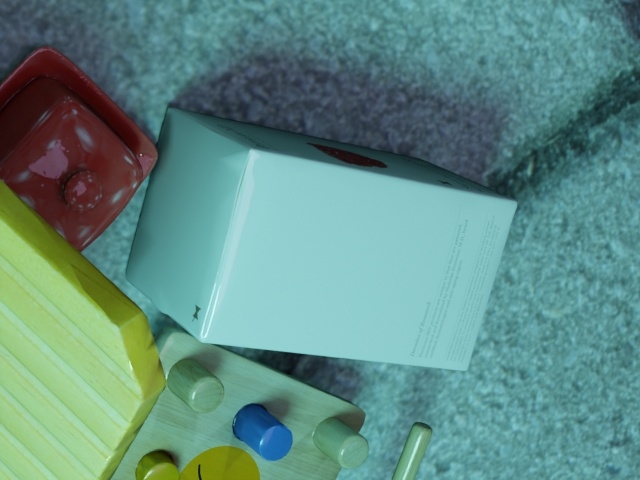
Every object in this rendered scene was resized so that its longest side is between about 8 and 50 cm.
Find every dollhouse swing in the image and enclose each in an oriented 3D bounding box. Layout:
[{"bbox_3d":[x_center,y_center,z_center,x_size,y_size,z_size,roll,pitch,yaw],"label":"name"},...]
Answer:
[{"bbox_3d":[-0.337,0.089,0.911,0.315,0.305,0.347,-19,154,-41],"label":"dollhouse swing"}]

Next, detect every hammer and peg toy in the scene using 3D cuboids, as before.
[{"bbox_3d":[-0.062,0.249,1.336,0.361,0.127,0.266,26,90,-34],"label":"hammer and peg toy"}]

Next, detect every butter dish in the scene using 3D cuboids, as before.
[{"bbox_3d":[-0.218,-0.054,1.145,0.160,0.118,0.160,-48,124,-7],"label":"butter dish"}]

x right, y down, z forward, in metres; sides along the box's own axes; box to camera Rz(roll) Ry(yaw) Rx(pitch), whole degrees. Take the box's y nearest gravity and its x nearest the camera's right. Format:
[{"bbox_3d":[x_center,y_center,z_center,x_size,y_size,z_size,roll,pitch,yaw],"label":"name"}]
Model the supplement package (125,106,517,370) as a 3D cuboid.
[{"bbox_3d":[0.000,0.000,1.256,0.293,0.177,0.175,9,102,-33],"label":"supplement package"}]
